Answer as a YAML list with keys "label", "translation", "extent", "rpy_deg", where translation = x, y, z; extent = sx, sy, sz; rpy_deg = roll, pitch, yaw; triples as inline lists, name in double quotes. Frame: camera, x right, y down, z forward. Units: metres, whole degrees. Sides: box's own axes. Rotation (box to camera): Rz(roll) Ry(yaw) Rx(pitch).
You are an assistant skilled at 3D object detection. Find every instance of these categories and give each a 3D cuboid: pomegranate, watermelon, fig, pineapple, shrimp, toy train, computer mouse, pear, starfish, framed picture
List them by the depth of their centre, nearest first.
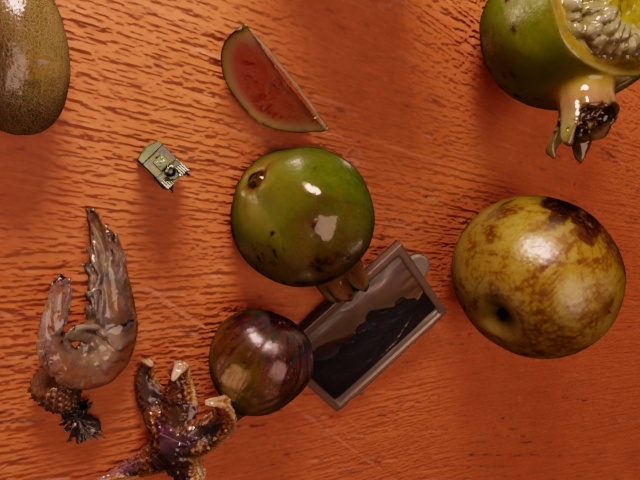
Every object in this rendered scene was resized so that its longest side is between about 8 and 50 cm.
- label: "toy train"
  translation: [-0.185, -0.088, 0.633]
  extent: [0.038, 0.093, 0.056]
  rpy_deg: [-45, 109, -9]
- label: "shrimp"
  translation: [-0.278, 0.073, 0.641]
  extent: [0.126, 0.047, 0.224]
  rpy_deg: [-17, 110, -50]
- label: "watermelon"
  translation: [-0.061, -0.206, 0.683]
  extent: [0.163, 0.086, 0.069]
  rpy_deg: [48, 49, -35]
- label: "pineapple"
  translation: [-0.317, 0.210, 0.687]
  extent: [0.058, 0.058, 0.124]
  rpy_deg: [-30, 133, -19]
- label: "pomegranate"
  translation: [-0.012, 0.000, 0.727]
  extent: [0.189, 0.159, 0.241]
  rpy_deg: [-13, 118, -26]
- label: "starfish"
  translation: [-0.204, 0.273, 0.729]
  extent: [0.071, 0.215, 0.238]
  rpy_deg: [-8, 88, -67]
- label: "fig"
  translation: [-0.116, 0.212, 0.762]
  extent: [0.149, 0.149, 0.245]
  rpy_deg: [27, 103, -35]
- label: "pomegranate"
  translation: [0.363, -0.285, 0.788]
  extent: [0.260, 0.260, 0.341]
  rpy_deg: [15, 75, -34]
- label: "framed picture"
  translation: [0.075, 0.149, 0.893]
  extent: [0.265, 0.018, 0.192]
  rpy_deg: [-42, 124, -3]
- label: "pear"
  translation: [0.361, 0.053, 0.901]
  extent: [0.283, 0.283, 0.284]
  rpy_deg: [-10, 111, -28]
- label: "computer mouse"
  translation: [0.140, 0.068, 0.917]
  extent: [0.055, 0.032, 0.110]
  rpy_deg: [23, 101, -31]

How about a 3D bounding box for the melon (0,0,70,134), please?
- label: "melon"
  translation: [-0.299, -0.185, 0.527]
  extent: [0.099, 0.099, 0.162]
  rpy_deg: [-3, 105, -30]
